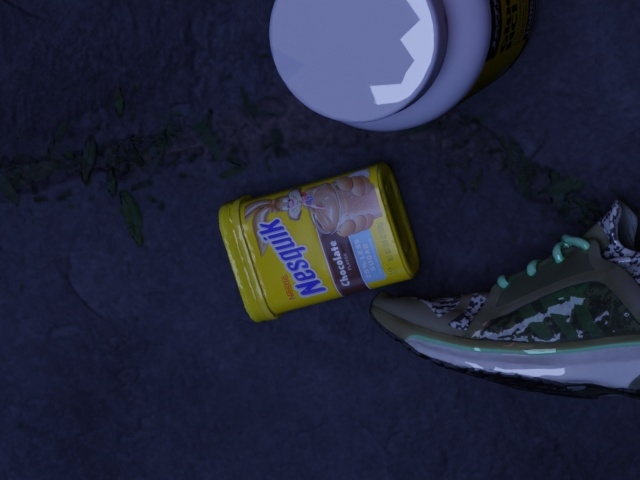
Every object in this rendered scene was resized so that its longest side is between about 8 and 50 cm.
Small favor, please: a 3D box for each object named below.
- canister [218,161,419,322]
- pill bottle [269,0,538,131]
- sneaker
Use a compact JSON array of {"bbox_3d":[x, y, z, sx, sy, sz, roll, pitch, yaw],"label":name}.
[{"bbox_3d":[0.000,0.000,1.898,0.170,0.073,0.126,-15,98,18],"label":"canister"},{"bbox_3d":[0.072,-0.197,1.691,0.188,0.334,0.188,4,104,16],"label":"pill bottle"},{"bbox_3d":[0.246,0.053,1.809,0.410,0.158,0.182,5,80,24],"label":"sneaker"}]
